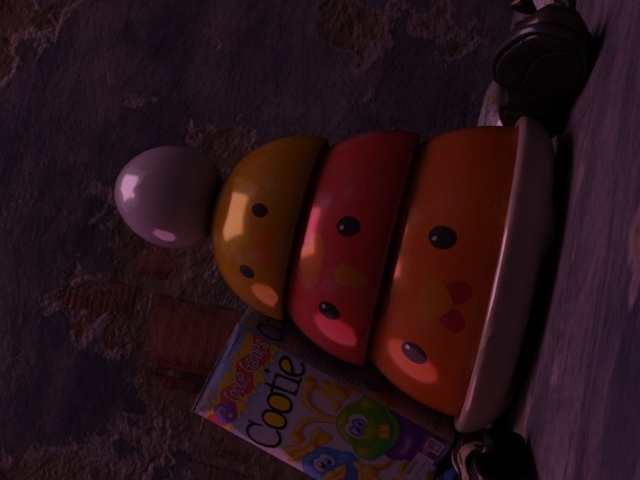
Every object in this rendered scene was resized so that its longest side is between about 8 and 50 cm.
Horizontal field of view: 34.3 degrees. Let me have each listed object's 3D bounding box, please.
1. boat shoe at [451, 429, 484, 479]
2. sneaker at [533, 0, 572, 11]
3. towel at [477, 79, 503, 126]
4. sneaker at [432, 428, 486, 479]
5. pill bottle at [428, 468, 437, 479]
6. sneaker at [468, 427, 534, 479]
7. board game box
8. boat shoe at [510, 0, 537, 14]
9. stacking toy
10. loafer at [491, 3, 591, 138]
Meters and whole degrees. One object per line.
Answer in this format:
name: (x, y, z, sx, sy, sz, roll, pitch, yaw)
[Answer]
boat shoe: (0.167, 0.242, 1.109, 0.137, 0.049, 0.043, -73, -5, -60)
sneaker: (0.304, -0.298, 1.338, 0.061, 0.054, 0.152, 113, 165, -72)
towel: (0.272, -0.084, 1.669, 0.374, 0.090, 0.320, -64, -17, -69)
sneaker: (0.172, 0.265, 1.208, 0.082, 0.069, 0.209, -45, 8, 37)
pill bottle: (0.109, 0.394, 1.350, 0.272, 0.152, 0.152, -70, -11, -53)
sneaker: (0.150, 0.218, 0.889, 0.170, 0.051, 0.089, -27, -52, -77)
board game box: (0.013, 0.185, 1.240, 0.142, 0.275, 0.144, -61, 0, 27)
boat shoe: (0.415, -0.484, 2.048, 0.152, 0.056, 0.049, -175, 102, -86)
stacking toy: (0.000, 0.000, 1.156, 0.350, 0.480, 0.350, 11, -90, -84)
loafer: (0.234, -0.192, 1.099, 0.267, 0.096, 0.084, 72, -145, -74)
